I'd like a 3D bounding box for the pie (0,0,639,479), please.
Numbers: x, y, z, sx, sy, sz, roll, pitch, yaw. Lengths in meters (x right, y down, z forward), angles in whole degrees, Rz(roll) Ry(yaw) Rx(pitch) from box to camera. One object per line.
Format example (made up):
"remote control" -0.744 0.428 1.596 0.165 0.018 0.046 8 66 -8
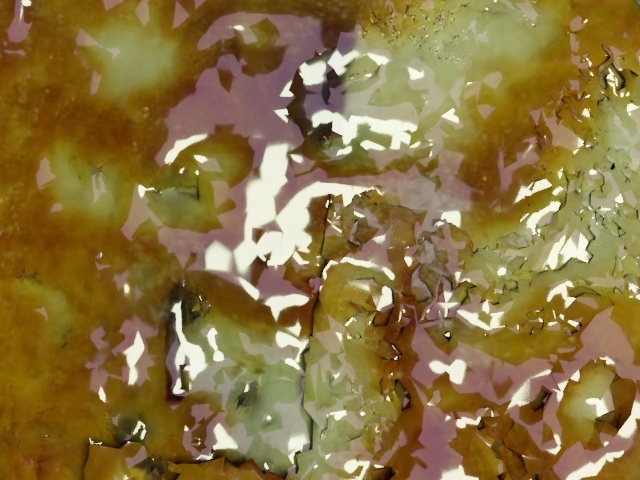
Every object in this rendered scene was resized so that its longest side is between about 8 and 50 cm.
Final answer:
"pie" 0.000 0.000 0.560 0.308 0.085 0.308 0 81 1
